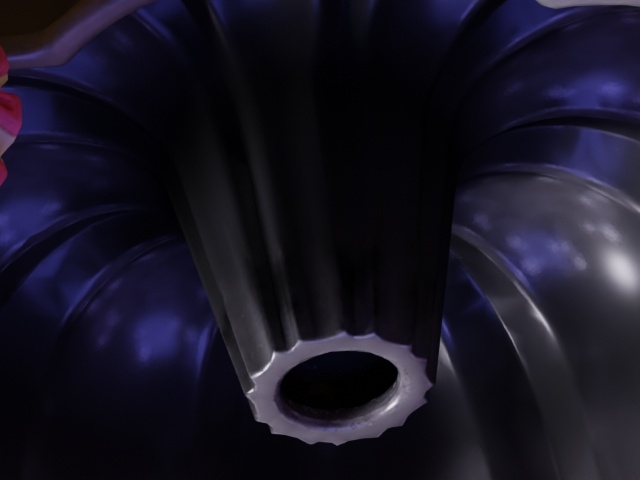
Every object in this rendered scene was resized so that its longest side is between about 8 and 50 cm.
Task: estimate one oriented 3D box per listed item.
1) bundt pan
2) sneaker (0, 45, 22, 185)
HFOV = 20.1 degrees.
[{"bbox_3d":[0.000,0.000,0.560,0.331,0.124,0.331,-4,138,-4],"label":"bundt pan"},{"bbox_3d":[-0.176,-0.077,0.410,0.111,0.252,0.103,-43,159,33],"label":"sneaker"}]
